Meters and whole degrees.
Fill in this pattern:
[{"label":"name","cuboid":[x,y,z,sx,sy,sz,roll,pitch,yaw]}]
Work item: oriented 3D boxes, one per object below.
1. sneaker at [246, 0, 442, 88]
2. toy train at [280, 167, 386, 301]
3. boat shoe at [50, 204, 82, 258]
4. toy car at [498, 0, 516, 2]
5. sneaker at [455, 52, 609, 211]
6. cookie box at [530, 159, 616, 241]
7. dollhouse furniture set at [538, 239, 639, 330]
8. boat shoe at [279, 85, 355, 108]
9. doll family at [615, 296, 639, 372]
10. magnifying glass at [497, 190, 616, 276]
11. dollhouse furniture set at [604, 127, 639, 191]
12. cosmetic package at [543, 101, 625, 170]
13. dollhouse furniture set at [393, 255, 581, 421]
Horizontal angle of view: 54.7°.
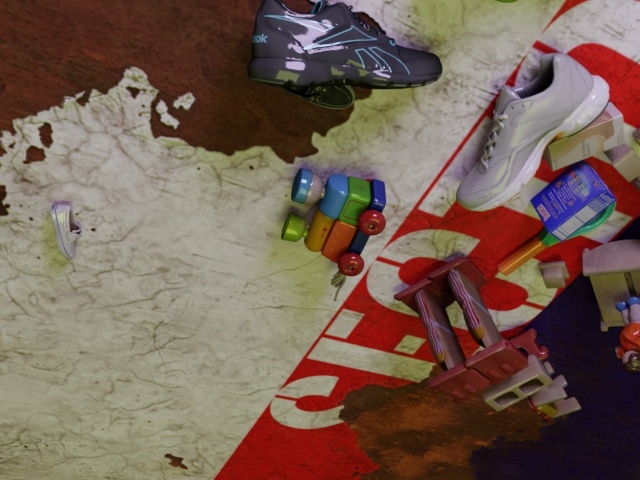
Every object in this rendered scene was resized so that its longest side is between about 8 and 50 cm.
[{"label":"sneaker","cuboid":[0.041,-0.242,0.773,0.267,0.101,0.106,-4,102,-26]},{"label":"toy train","cuboid":[0.000,0.000,0.988,0.143,0.105,0.248,17,127,-10]},{"label":"boat shoe","cuboid":[-0.383,-0.012,0.948,0.035,0.035,0.100,-2,125,-4]},{"label":"toy car","cuboid":[0.245,-0.376,0.698,0.188,0.149,0.155,-21,143,-31]},{"label":"sneaker","cuboid":[0.278,-0.161,0.902,0.121,0.099,0.262,32,112,-24]},{"label":"cookie box","cuboid":[0.405,-0.065,1.000,0.040,0.092,0.107,30,121,-27]},{"label":"dollhouse furniture set","cuboid":[0.639,0.075,1.194,0.355,0.174,0.303,-7,136,30]},{"label":"boat shoe","cuboid":[-0.016,-0.207,0.833,0.142,0.040,0.049,18,126,-24]},{"label":"doll family","cuboid":[0.602,0.145,1.017,0.118,0.163,0.263,19,143,-2]},{"label":"magnifying glass","cuboid":[0.413,-0.013,1.094,0.092,0.026,0.231,33,120,-33]},{"label":"dollhouse furniture set","cuboid":[0.574,-0.133,0.962,0.161,0.101,0.182,30,120,-31]},{"label":"cosmetic package","cuboid":[0.400,-0.158,0.949,0.115,0.041,0.060,-23,132,10]},{"label":"dollhouse furniture set","cuboid":[0.321,0.214,1.173,0.152,0.201,0.374,-35,135,20]}]
